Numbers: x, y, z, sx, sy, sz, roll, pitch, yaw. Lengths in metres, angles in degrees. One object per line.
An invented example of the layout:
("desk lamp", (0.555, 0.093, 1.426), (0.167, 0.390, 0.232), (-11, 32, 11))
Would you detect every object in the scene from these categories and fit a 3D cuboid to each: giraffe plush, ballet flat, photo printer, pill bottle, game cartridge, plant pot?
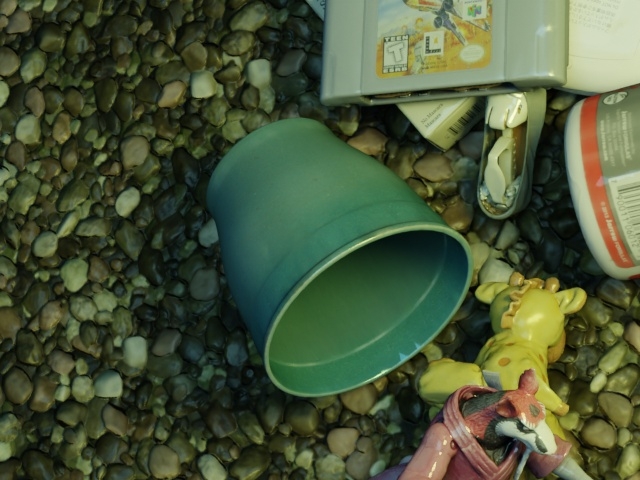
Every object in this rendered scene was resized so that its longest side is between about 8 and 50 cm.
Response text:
("giraffe plush", (0.220, 0.128, 1.626), (0.181, 0.210, 0.170), (19, 61, 9))
("ballet flat", (0.219, -0.123, 1.660), (0.072, 0.068, 0.213), (16, 118, 31))
("photo printer", (0.325, -0.325, 1.678), (0.256, 0.107, 0.308), (20, 89, 23))
("pill bottle", (0.461, -0.092, 1.515), (0.362, 0.210, 0.210), (-14, 77, 25))
("game cartridge", (0.140, -0.262, 1.654), (0.297, 0.062, 0.198), (-3, 81, 25))
("plant pot", (0.000, 0.000, 1.684), (0.271, 0.271, 0.255), (-42, 54, 10))

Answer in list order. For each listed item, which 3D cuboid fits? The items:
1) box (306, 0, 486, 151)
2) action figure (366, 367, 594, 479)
("box", (0.097, -0.248, 1.762), (0.113, 0.094, 0.275), (-44, 69, 11))
("action figure", (0.159, 0.256, 1.560), (0.276, 0.248, 0.370), (58, 141, 40))
